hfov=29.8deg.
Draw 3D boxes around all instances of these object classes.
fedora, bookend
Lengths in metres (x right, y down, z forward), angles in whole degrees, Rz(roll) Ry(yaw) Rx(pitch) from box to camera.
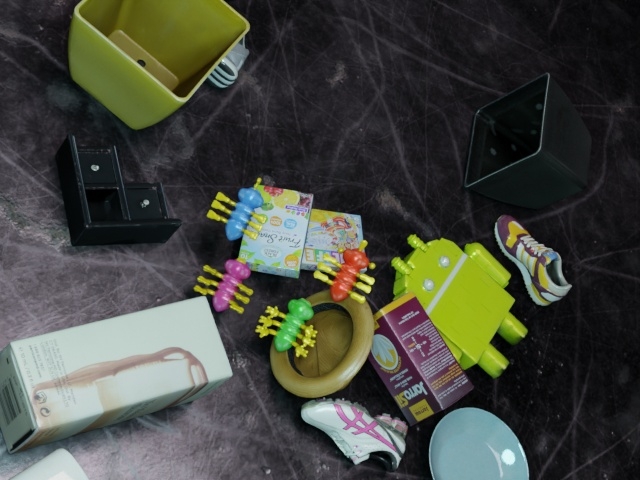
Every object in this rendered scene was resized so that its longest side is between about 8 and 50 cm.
[{"bbox_3d":[0.014,0.170,1.879,0.079,0.194,0.194,50,43,-44],"label":"fedora"},{"bbox_3d":[-0.310,-0.078,1.844,0.157,0.072,0.156,-2,67,-31],"label":"bookend"}]

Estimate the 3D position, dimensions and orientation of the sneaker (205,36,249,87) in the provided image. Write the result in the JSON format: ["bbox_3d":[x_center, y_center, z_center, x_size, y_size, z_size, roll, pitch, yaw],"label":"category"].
[{"bbox_3d":[-0.213,-0.375,2.052,0.229,0.086,0.132,45,47,-15],"label":"sneaker"}]

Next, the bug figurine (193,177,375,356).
[{"bbox_3d":[-0.064,0.047,1.859,0.279,0.072,0.216,31,90,6],"label":"bug figurine"}]

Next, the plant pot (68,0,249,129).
[{"bbox_3d":[-0.279,-0.302,1.903,0.212,0.187,0.212,40,53,-8],"label":"plant pot"}]

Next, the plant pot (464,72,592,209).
[{"bbox_3d":[0.400,-0.164,2.240,0.167,0.188,0.188,33,53,-28],"label":"plant pot"}]

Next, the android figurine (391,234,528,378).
[{"bbox_3d":[0.235,0.105,2.079,0.273,0.056,0.248,45,53,-5],"label":"android figurine"}]

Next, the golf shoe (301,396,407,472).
[{"bbox_3d":[0.053,0.300,1.866,0.186,0.067,0.086,21,59,-20],"label":"golf shoe"}]

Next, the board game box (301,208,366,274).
[{"bbox_3d":[0.000,0.000,2.011,0.154,0.026,0.104,7,63,-27],"label":"board game box"}]

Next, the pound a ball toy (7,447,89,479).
[{"bbox_3d":[-0.372,0.410,1.524,0.319,0.136,0.208,-30,83,-36],"label":"pound a ball toy"}]

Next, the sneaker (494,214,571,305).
[{"bbox_3d":[0.392,0.024,2.189,0.069,0.084,0.185,-27,82,-36],"label":"sneaker"}]

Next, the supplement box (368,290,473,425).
[{"bbox_3d":[0.148,0.193,1.952,0.080,0.104,0.188,-27,82,-36],"label":"supplement box"}]

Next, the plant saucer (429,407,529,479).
[{"bbox_3d":[0.251,0.372,1.963,0.194,0.037,0.195,14,60,-25],"label":"plant saucer"}]

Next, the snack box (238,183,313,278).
[{"bbox_3d":[-0.071,-0.016,1.945,0.100,0.037,0.141,9,64,3],"label":"snack box"}]

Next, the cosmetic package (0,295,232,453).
[{"bbox_3d":[-0.294,0.186,1.673,0.296,0.153,0.129,-14,75,-33],"label":"cosmetic package"}]
